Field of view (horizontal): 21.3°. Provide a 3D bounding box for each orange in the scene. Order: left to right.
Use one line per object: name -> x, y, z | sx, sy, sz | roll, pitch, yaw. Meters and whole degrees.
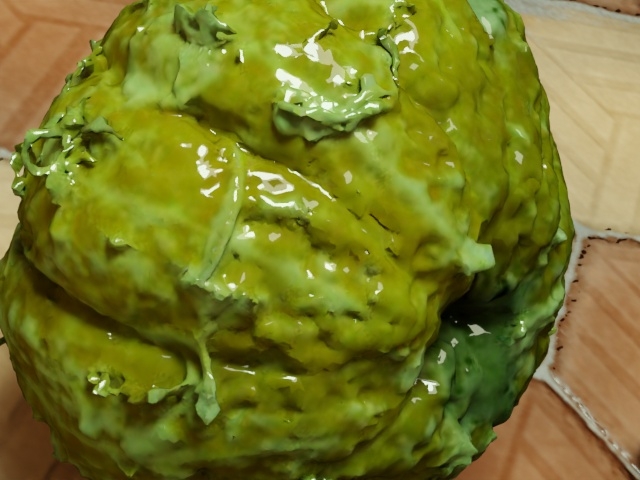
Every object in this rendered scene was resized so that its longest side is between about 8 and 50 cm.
orange -> 0.000, 0.000, 0.799 | 0.223, 0.301, 0.300 | 31, 32, 33
